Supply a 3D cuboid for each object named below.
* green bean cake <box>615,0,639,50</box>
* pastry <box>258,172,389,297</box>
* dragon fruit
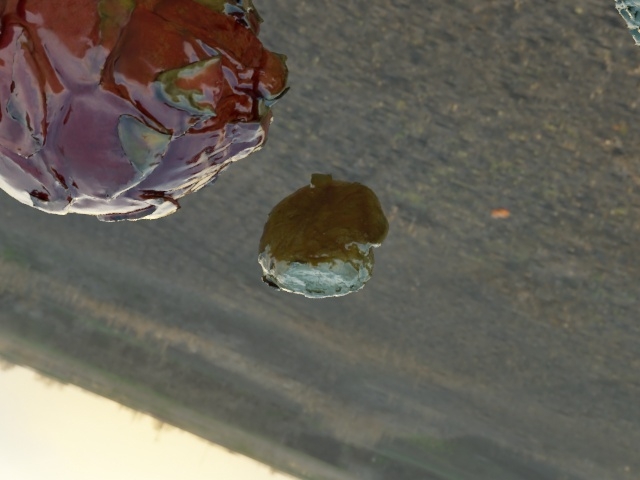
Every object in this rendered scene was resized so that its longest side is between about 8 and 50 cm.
[{"bbox_3d":[0.451,-0.348,1.217,0.132,0.255,0.241,0,157,38],"label":"green bean cake"},{"bbox_3d":[0.000,0.000,1.644,0.218,0.229,0.100,59,175,41],"label":"pastry"},{"bbox_3d":[-0.210,-0.152,0.933,0.342,0.278,0.277,9,173,-21],"label":"dragon fruit"}]
